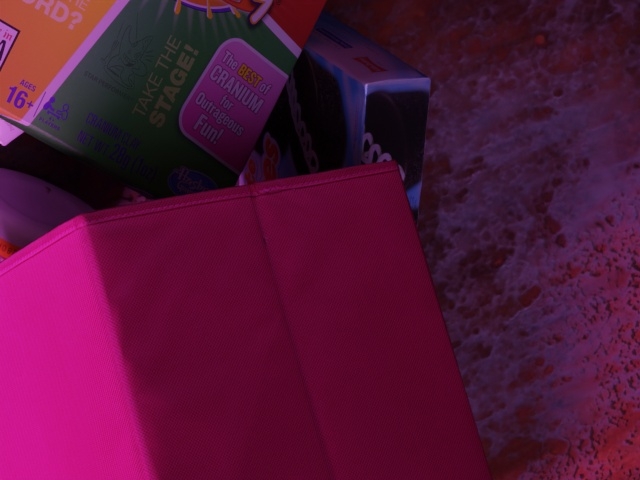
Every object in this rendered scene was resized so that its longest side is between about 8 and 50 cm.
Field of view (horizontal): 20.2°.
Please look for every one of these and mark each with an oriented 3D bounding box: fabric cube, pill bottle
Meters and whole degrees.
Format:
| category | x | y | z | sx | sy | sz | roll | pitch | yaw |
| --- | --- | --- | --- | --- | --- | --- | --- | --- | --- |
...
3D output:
| category | x | y | z | sx | sy | sz | roll | pitch | yaw |
| --- | --- | --- | --- | --- | --- | --- | --- | --- | --- |
| fabric cube | -0.073 | 0.117 | 1.188 | 0.259 | 0.254 | 0.258 | -12 | 80 | -36 |
| pill bottle | -0.254 | 0.066 | 1.359 | 0.121 | 0.121 | 0.221 | 19 | 109 | -24 |

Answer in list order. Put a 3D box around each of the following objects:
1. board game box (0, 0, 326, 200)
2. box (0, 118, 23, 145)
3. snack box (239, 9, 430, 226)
| category | x | y | z | sx | sy | sz | roll | pitch | yaw |
| --- | --- | --- | --- | --- | --- | --- | --- | --- | --- |
| board game box | -0.106 | -0.202 | 1.225 | 0.242 | 0.064 | 0.316 | 29 | 84 | -35 |
| box | -0.225 | -0.143 | 1.274 | 0.087 | 0.101 | 0.102 | -35 | 119 | 2 |
| snack box | 0.000 | 0.000 | 1.357 | 0.060 | 0.187 | 0.322 | -9 | 117 | -26 |
